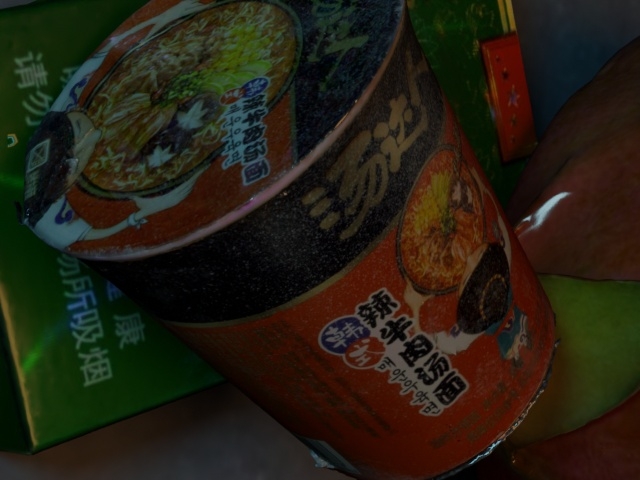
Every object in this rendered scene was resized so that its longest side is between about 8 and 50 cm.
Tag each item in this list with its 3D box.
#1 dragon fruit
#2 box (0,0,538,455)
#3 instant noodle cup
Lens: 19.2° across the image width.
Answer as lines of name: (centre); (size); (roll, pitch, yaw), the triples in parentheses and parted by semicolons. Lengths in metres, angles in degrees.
dragon fruit: (0.205, 0.042, 0.684); (0.290, 0.189, 0.291); (-10, 103, -47)
box: (-0.019, -0.027, 0.625); (0.235, 0.034, 0.132); (-17, 98, -39)
instant noodle cup: (0.002, 0.000, 0.550); (0.136, 0.127, 0.127); (52, 58, -35)
